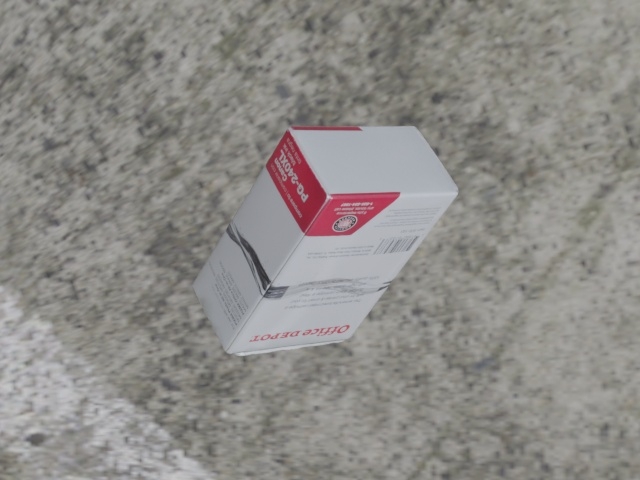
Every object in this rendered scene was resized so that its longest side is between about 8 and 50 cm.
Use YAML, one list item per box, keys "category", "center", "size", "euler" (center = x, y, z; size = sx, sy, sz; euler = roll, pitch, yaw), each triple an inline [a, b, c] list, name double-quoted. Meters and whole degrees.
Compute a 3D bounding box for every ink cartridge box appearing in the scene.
- category: "ink cartridge box"
  center: [0.000, 0.000, 1.006]
  size: [0.109, 0.150, 0.063]
  euler: [-4, 51, -40]
